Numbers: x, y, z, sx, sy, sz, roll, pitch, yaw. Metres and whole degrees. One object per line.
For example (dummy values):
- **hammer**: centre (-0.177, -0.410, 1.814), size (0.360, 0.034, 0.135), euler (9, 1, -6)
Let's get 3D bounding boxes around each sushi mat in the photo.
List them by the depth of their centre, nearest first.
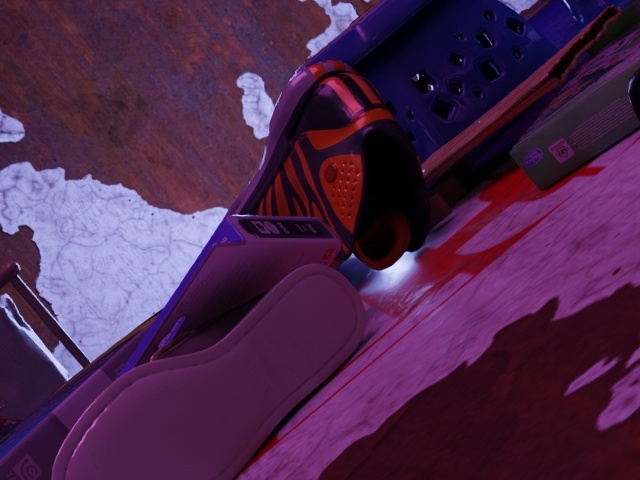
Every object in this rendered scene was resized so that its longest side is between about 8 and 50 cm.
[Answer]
- **sushi mat**: centre (0.170, -0.120, 1.498), size (0.151, 0.019, 0.316), euler (-46, 4, -39)

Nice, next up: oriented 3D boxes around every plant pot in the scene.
- **plant pot**: centre (0.118, -0.195, 1.833), size (0.236, 0.212, 0.236), euler (-43, 7, -30)

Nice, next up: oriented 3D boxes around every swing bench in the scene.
- **swing bench**: centre (-0.410, 0.204, 1.902), size (0.254, 0.253, 0.165), euler (-33, 8, 49)

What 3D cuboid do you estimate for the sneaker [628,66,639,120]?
- **sneaker**: centre (0.287, -0.142, 0.835), size (0.145, 0.090, 0.270), euler (-44, 4, -21)

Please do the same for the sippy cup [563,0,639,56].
- **sippy cup**: centre (0.331, -0.362, 1.683), size (0.240, 0.224, 0.305), euler (-43, 6, -38)

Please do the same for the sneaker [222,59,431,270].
- **sneaker**: centre (0.000, 0.000, 1.470), size (0.124, 0.180, 0.321), euler (-8, -49, -32)

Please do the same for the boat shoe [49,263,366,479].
- **boat shoe**: centre (-0.090, 0.125, 1.153), size (0.305, 0.109, 0.091), euler (-36, 1, -36)

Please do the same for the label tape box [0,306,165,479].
- **label tape box**: centre (-0.242, 0.208, 1.480), size (0.249, 0.115, 0.347), euler (-36, 4, 41)

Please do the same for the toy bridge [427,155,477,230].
- **toy bridge**: centre (0.118, -0.041, 1.532), size (0.063, 0.026, 0.188), euler (-39, 4, 21)

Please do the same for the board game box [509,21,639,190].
- **board game box**: centre (0.310, -0.174, 1.197), size (0.317, 0.046, 0.213), euler (-36, 7, 39)

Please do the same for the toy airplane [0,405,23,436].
- **toy airplane**: centre (-0.351, 0.210, 1.447), size (0.151, 0.028, 0.151), euler (-40, 2, 2)

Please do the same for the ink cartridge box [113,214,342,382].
- **ink cartridge box**: centre (-0.095, 0.070, 1.265), size (0.206, 0.045, 0.208), euler (-56, -23, 18)

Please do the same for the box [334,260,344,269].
- **box**: centre (-0.057, 0.032, 1.778), size (0.170, 0.091, 0.130), euler (-41, 5, -22)
